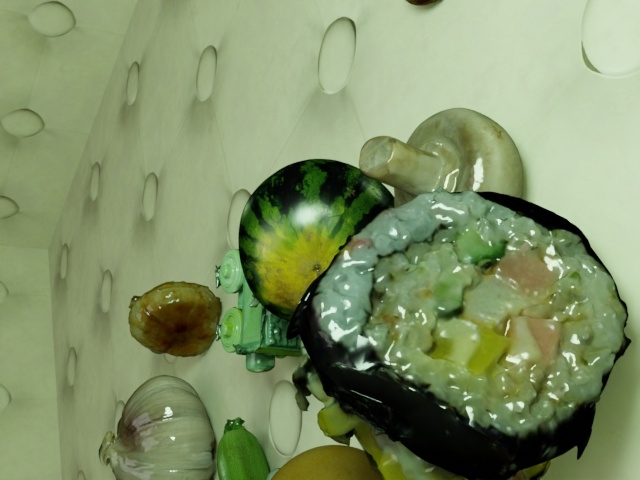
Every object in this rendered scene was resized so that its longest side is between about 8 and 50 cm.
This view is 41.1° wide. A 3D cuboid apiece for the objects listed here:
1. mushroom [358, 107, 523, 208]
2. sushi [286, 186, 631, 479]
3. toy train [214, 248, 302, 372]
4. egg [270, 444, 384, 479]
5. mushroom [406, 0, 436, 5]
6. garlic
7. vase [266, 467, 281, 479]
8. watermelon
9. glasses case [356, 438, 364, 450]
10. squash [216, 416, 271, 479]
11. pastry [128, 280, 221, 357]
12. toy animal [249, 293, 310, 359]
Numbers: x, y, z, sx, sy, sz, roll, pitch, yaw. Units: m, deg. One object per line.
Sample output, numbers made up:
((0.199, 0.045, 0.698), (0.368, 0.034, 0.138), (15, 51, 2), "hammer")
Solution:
((0.151, -0.080, 1.127), (0.207, 0.215, 0.207), (-29, 54, 50), "mushroom")
((0.158, 0.133, 0.996), (0.329, 0.328, 0.285), (-57, -18, -31), "sushi")
((-0.095, 0.110, 1.608), (0.188, 0.159, 0.272), (-21, 64, 52), "toy train")
((0.026, 0.452, 1.205), (0.250, 0.250, 0.322), (-44, 42, 49), "egg")
((0.166, -0.429, 1.335), (0.123, 0.052, 0.123), (5, 96, 58), "mushroom")
((-0.363, 0.460, 1.972), (0.322, 0.241, 0.322), (-22, 55, 36), "garlic")
((-0.057, 0.520, 1.490), (0.128, 0.128, 0.248), (-52, 33, 44), "vase")
((-0.002, 0.001, 1.334), (0.269, 0.269, 0.269), (-19, 68, 59), "watermelon")
((0.112, 0.265, 1.311), (0.064, 0.041, 0.170), (55, 132, 35), "glasses case")
((-0.133, 0.503, 1.638), (0.107, 0.107, 0.395), (-62, 31, 34), "squash")
((-0.333, 0.186, 1.995), (0.229, 0.218, 0.100), (-36, 41, 8), "pastry")
((-0.017, 0.147, 1.427), (0.073, 0.176, 0.217), (-62, 37, 36), "toy animal")
